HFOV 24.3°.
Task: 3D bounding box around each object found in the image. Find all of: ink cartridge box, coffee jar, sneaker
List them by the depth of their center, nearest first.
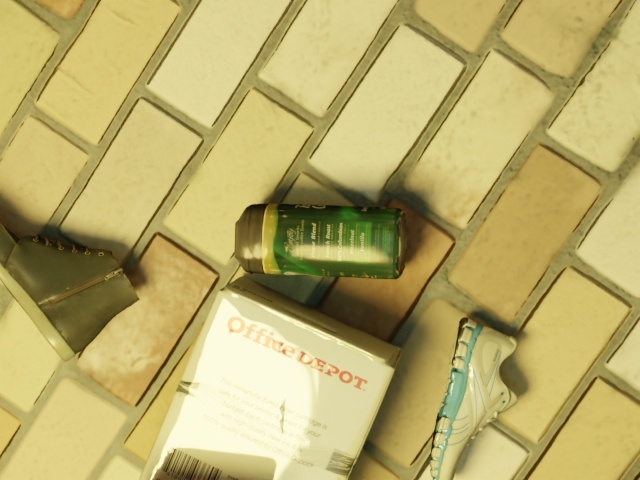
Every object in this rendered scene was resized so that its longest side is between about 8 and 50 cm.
[{"bbox_3d":[0.000,0.000,1.621,0.184,0.096,0.079,2,93,7],"label":"coffee jar"},{"bbox_3d":[0.172,0.186,1.633,0.083,0.071,0.190,14,98,0],"label":"sneaker"},{"bbox_3d":[-0.060,0.213,1.638,0.211,0.121,0.289,25,99,5],"label":"ink cartridge box"},{"bbox_3d":[-0.308,0.019,1.685,0.118,0.083,0.222,-37,81,-11],"label":"sneaker"}]
